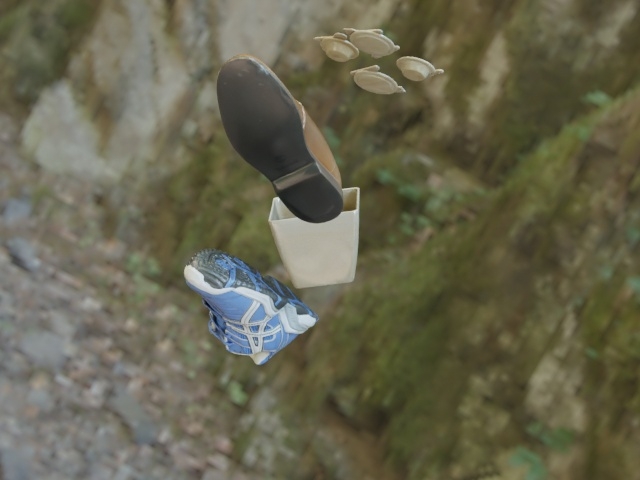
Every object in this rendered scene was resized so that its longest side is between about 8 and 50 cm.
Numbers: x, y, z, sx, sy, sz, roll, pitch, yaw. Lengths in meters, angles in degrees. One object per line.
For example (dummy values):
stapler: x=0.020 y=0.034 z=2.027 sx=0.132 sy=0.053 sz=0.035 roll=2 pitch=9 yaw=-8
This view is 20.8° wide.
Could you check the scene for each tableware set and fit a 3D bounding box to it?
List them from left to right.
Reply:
tableware set: x=0.076 y=-0.249 z=2.410 sx=0.141 sy=0.020 sz=0.169 roll=-4 pitch=-29 yaw=46

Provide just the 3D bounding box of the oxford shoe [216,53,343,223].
oxford shoe: x=-0.042 y=-0.111 z=1.703 sx=0.076 sy=0.076 sz=0.212 roll=-89 pitch=156 yaw=-44

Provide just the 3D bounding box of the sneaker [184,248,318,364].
sneaker: x=-0.075 y=0.071 z=1.713 sx=0.080 sy=0.081 sz=0.211 roll=43 pitch=4 yaw=33

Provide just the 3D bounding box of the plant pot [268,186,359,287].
plant pot: x=0.000 y=0.000 z=2.142 sx=0.109 sy=0.096 sz=0.109 roll=-8 pitch=16 yaw=4
